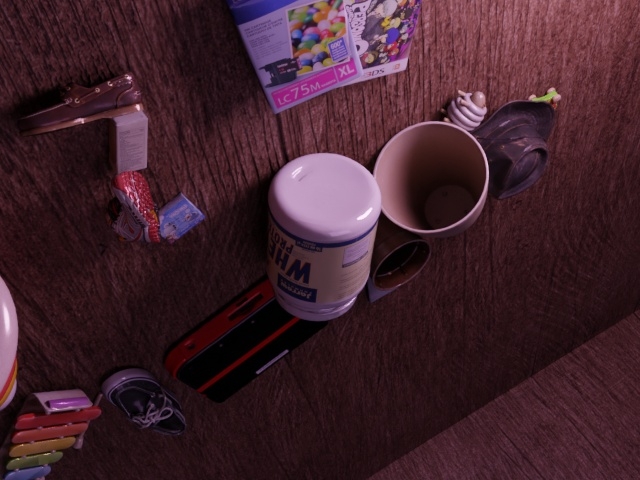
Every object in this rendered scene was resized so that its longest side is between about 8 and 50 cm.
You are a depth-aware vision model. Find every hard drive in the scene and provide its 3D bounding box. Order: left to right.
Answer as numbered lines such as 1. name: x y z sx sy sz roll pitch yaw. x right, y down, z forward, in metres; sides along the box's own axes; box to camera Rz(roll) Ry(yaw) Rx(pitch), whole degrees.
1. hard drive: 0.165 0.106 2.377 0.094 0.022 0.135 -29 146 -12

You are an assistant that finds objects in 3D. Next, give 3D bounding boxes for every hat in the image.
1. hat: 0.466 -0.190 2.162 0.331 0.134 0.331 -22 150 -13

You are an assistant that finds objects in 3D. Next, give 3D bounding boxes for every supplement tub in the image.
1. supplement tub: 0.000 0.000 1.891 0.235 0.235 0.325 -22 144 -22

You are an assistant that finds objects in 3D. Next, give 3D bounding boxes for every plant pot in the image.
1. plant pot: 0.153 0.005 2.106 0.167 0.165 0.167 -24 145 -18
2. plant pot: 0.278 -0.106 2.041 0.256 0.256 0.274 -40 157 4

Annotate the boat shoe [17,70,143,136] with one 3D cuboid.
1. boat shoe: -0.391 -0.220 1.413 0.207 0.073 0.073 -21 107 -29

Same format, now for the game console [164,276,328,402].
1. game console: -0.179 0.251 2.216 0.386 0.060 0.342 -36 153 0

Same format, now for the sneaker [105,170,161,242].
1. sneaker: -0.353 -0.050 1.611 0.093 0.088 0.225 -8 154 -4

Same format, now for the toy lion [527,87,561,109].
1. toy lion: 0.551 -0.331 2.191 0.100 0.034 0.096 -21 152 -23

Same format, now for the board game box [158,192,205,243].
1. board game box: -0.290 -0.043 1.763 0.090 0.020 0.090 -38 146 2

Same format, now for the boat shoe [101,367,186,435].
1. boat shoe: -0.418 0.405 2.124 0.113 0.105 0.306 -34 147 -4

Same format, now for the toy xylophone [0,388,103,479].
1. toy xylophone: -0.615 0.445 2.012 0.236 0.081 0.322 -5 136 -40

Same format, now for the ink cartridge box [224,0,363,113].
1. ink cartridge box: -0.047 -0.371 1.507 0.186 0.065 0.311 -24 140 -1

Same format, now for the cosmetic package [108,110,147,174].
1. cosmetic package: -0.337 -0.175 1.535 0.060 0.041 0.115 -16 142 -28

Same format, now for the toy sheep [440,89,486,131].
1. toy sheep: 0.324 -0.287 1.983 0.091 0.091 0.132 -2 147 -42

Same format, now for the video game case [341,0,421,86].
1. video game case: 0.088 -0.401 1.651 0.210 0.042 0.232 -19 143 -25

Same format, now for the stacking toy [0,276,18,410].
1. stacking toy: -0.660 0.218 1.568 0.351 0.350 0.480 -30 166 -10
